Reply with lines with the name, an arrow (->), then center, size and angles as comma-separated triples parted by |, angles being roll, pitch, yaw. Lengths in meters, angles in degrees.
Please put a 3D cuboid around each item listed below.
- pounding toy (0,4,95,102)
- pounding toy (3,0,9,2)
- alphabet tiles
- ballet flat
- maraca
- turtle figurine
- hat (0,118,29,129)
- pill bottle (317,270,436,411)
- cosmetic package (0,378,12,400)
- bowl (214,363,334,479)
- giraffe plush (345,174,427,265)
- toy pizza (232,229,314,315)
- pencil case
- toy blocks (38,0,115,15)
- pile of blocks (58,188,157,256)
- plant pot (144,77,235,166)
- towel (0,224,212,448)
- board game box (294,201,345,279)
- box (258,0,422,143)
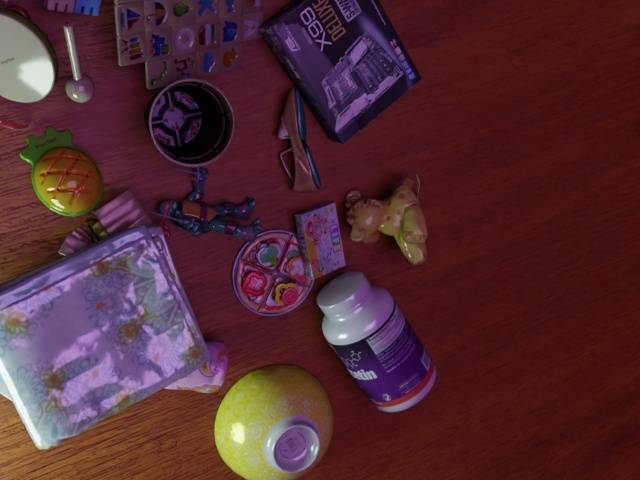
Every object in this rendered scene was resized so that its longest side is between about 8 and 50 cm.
pounding toy -> -0.525, -0.356, 1.439 | 0.237, 0.110, 0.183 | 10, 134, 9
pounding toy -> -0.638, -0.468, 1.376 | 0.130, 0.100, 0.141 | -23, 109, -17
alphabet tiles -> -0.244, -0.450, 1.515 | 0.343, 0.011, 0.285 | -23, 131, -37
ballet flat -> -0.058, -0.211, 1.706 | 0.073, 0.080, 0.232 | -10, 105, 9
maraca -> -0.499, -0.133, 1.516 | 0.127, 0.099, 0.185 | -31, 87, -24
turtle figurine -> -0.247, -0.064, 1.632 | 0.234, 0.118, 0.175 | 12, 56, -27
hat -> -0.707, -0.228, 1.441 | 0.209, 0.183, 0.173 | 29, 79, 15
pill bottle -> 0.125, 0.232, 1.818 | 0.181, 0.181, 0.323 | -38, 113, -12
cosmetic package -> -0.597, 0.250, 1.560 | 0.117, 0.085, 0.231 | -48, 113, -8
bowl -> -0.082, 0.442, 1.787 | 0.290, 0.156, 0.289 | -5, 102, -23
giraffe plush -> 0.145, -0.045, 1.793 | 0.171, 0.181, 0.210 | -8, 117, 0
toy pizza -> -0.100, 0.076, 1.768 | 0.201, 0.032, 0.201 | -5, 103, -23
pencil case -> -0.341, 0.254, 1.656 | 0.284, 0.124, 0.124 | 10, 97, -24
toy blocks -> -0.444, -0.530, 1.408 | 0.381, 0.191, 0.260 | -3, 123, -39
pile of blocks -> -0.470, 0.061, 1.560 | 0.149, 0.113, 0.362 | 33, 81, -26
plant pot -> -0.273, -0.238, 1.551 | 0.167, 0.165, 0.166 | -5, 104, -24
towel -> -0.422, 0.174, 1.486 | 0.375, 0.090, 0.320 | -26, 107, -22
board game box -> 0.000, 0.000, 1.783 | 0.103, 0.026, 0.154 | -23, 110, -37
box -> 0.048, -0.404, 1.696 | 0.242, 0.076, 0.307 | -40, 118, -11
